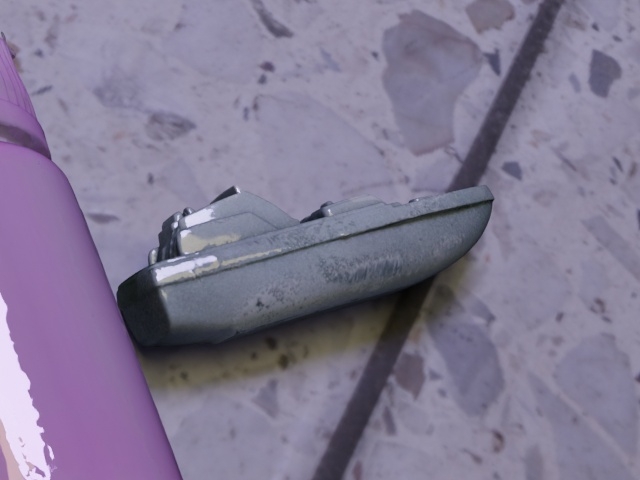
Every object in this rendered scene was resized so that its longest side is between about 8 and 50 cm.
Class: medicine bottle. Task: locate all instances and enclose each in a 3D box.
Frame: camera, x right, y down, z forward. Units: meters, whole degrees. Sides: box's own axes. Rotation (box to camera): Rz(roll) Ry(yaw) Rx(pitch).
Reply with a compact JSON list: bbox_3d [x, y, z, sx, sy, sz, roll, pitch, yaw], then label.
[{"bbox_3d":[-0.189,0.048,0.909,0.178,0.178,0.291,-9,63,-32],"label":"medicine bottle"}]

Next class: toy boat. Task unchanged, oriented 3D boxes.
[{"bbox_3d":[0.000,0.000,1.103,0.260,0.078,0.085,-15,81,-32],"label":"toy boat"}]
